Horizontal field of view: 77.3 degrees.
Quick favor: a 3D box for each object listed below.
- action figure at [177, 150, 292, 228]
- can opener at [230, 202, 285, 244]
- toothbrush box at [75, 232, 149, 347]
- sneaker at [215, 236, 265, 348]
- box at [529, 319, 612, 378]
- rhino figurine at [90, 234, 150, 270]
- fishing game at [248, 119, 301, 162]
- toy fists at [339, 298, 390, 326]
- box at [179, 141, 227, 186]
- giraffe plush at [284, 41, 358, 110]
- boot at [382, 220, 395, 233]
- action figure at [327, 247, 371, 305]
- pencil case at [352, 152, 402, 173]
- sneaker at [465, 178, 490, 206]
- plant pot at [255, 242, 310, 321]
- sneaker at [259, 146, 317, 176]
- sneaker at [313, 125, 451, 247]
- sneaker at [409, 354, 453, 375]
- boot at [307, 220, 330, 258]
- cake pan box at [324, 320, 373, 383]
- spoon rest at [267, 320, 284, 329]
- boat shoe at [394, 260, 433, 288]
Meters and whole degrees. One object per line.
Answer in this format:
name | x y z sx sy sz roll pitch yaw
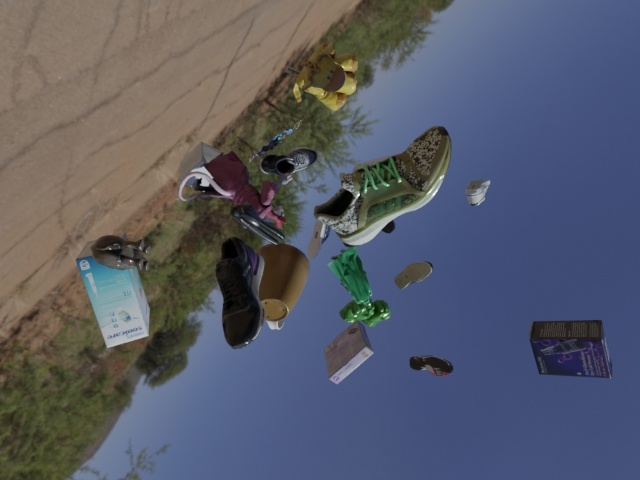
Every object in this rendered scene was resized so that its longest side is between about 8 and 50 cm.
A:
action figure | -0.275 -0.171 1.468 0.248 0.370 0.276 -55 173 25
can opener | -0.167 -0.038 1.070 0.059 0.186 0.073 -29 -131 17
toothbrush box | -0.645 0.150 1.269 0.126 0.295 0.216 -14 -162 -18
sneaker | -0.206 0.111 0.929 0.107 0.124 0.283 -24 -138 14
box | 0.816 0.353 1.313 0.207 0.153 0.108 -12 -163 38
rhino figurine | -0.456 0.034 0.932 0.243 0.107 0.072 151 -56 -72
fishing game | -0.187 -0.399 1.656 0.264 0.041 0.189 -37 -171 -5
toy fists | 0.228 0.343 1.928 0.142 0.279 0.096 -50 -137 24
box | -0.515 -0.323 1.821 0.182 0.181 0.118 -30 -125 32
giraffe plush | 0.010 -0.461 1.101 0.170 0.211 0.181 -118 -149 -74
boot | 0.281 -0.143 1.725 0.161 0.246 0.083 -14 144 -34
action figure | 0.122 0.144 1.446 0.137 0.232 0.064 -34 -167 -21
pencil case | 0.259 -0.270 1.600 0.273 0.114 0.123 -3 -98 42
sneaker | 0.728 -0.226 1.864 0.094 0.091 0.258 4 -157 36
plant pot | -0.169 0.177 1.524 0.237 0.237 0.254 -44 -158 29
sneaker | -0.113 -0.328 1.704 0.269 0.101 0.153 -17 -154 -22
sneaker | 0.139 -0.134 0.995 0.410 0.182 0.157 -43 -134 31
sneaker | 0.435 0.469 1.543 0.178 0.077 0.071 0 -88 50
boot | 0.000 0.000 1.924 0.069 0.086 0.189 17 -89 36
cake pan box | 0.132 0.564 2.035 0.267 0.070 0.245 -44 -164 9
spoon rest | -0.215 0.308 1.781 0.138 0.276 0.084 -3 -139 8
boat shoe | 0.402 0.136 1.691 0.079 0.083 0.233 -21 167 -29
